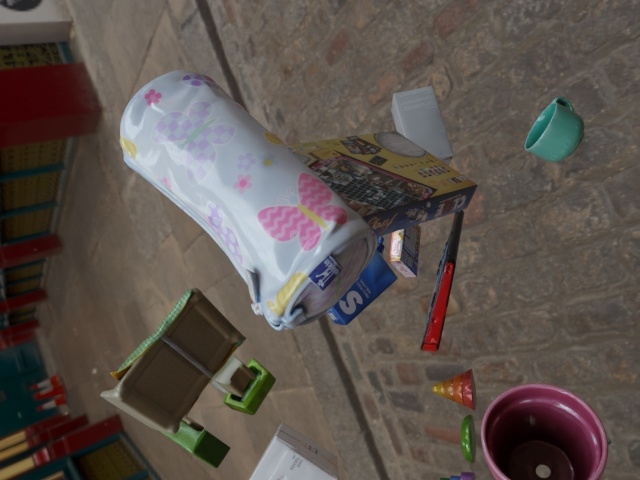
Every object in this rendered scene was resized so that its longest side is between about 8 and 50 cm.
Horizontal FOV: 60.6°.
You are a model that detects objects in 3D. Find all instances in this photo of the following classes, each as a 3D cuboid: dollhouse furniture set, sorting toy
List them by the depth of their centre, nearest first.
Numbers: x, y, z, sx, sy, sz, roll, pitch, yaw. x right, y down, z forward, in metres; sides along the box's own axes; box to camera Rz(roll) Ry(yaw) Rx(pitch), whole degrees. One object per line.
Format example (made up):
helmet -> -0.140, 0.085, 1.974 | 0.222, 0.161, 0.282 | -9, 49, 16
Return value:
dollhouse furniture set -> -0.234, 0.213, 0.911 | 0.151, 0.198, 0.302 | 17, 151, 36
sorting toy -> 0.376, 0.539, 1.563 | 0.126, 0.366, 0.127 | -5, 138, 21

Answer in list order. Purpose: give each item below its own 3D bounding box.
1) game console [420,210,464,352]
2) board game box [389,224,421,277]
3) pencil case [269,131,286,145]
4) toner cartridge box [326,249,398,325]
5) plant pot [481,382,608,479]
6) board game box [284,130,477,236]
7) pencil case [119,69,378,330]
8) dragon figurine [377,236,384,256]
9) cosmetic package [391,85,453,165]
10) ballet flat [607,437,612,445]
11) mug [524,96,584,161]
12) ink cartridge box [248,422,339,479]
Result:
game console -> 0.379, 0.122, 1.696 | 0.060, 0.387, 0.342 | 10, 119, 13
board game box -> 0.295, 0.011, 1.885 | 0.045, 0.146, 0.194 | -6, 61, 31
pencil case -> -0.132, -0.247, 1.620 | 0.236, 0.104, 0.105 | 46, 140, 52
toner cartridge box -> 0.000, 0.000, 1.198 | 0.348, 0.165, 0.075 | 52, 161, -7
plant pot -> 0.396, 0.388, 0.984 | 0.201, 0.201, 0.180 | 38, 159, 41
board game box -> 0.071, -0.080, 0.723 | 0.165, 0.243, 0.042 | 42, 131, 32
pencil case -> -0.073, -0.043, 0.518 | 0.273, 0.124, 0.113 | 45, -177, 21
dragon figurine -> 0.087, 0.080, 1.564 | 0.144, 0.085, 0.289 | 58, 138, 41
cosmetic package -> 0.295, -0.320, 1.606 | 0.107, 0.127, 0.238 | 80, 180, -75
ballet flat -> 0.594, 0.503, 1.257 | 0.052, 0.168, 0.057 | 42, 175, 31
mug -> 0.588, -0.270, 1.342 | 0.097, 0.129, 0.158 | 28, 102, 0
ink cartridge box -> -0.069, 0.550, 1.257 | 0.168, 0.171, 0.233 | 30, 171, 6
